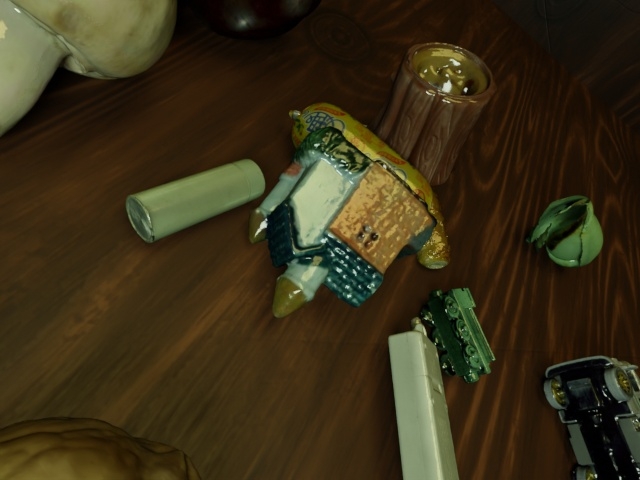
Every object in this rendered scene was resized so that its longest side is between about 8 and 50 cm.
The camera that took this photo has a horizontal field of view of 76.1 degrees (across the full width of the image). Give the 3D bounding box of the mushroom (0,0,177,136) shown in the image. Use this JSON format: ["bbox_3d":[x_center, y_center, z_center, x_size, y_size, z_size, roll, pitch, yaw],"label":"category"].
[{"bbox_3d":[-0.367,-0.331,0.508,0.353,0.325,0.353,34,45,-43],"label":"mushroom"}]

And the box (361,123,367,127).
[{"bbox_3d":[0.115,-0.187,0.908,0.090,0.024,0.167,3,60,-29],"label":"box"}]

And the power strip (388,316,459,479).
[{"bbox_3d":[0.153,0.273,0.600,0.098,0.058,0.338,41,39,-47],"label":"power strip"}]

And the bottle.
[{"bbox_3d":[-0.182,-0.066,0.622,0.201,0.072,0.072,-29,79,-40],"label":"bottle"}]

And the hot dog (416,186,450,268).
[{"bbox_3d":[0.219,-0.078,0.877,0.083,0.068,0.289,3,61,-21],"label":"hot dog"}]

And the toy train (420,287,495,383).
[{"bbox_3d":[0.255,0.168,0.746,0.111,0.071,0.170,1,62,-39],"label":"toy train"}]

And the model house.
[{"bbox_3d":[0.000,0.000,0.649,0.253,0.184,0.291,43,62,-10],"label":"model house"}]

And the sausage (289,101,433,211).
[{"bbox_3d":[0.077,-0.144,0.785,0.347,0.123,0.123,40,49,3],"label":"sausage"}]

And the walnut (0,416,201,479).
[{"bbox_3d":[-0.211,0.278,0.272,0.277,0.252,0.313,44,49,2],"label":"walnut"}]

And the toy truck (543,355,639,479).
[{"bbox_3d":[0.553,0.400,0.734,0.175,0.146,0.367,10,60,-35],"label":"toy truck"}]

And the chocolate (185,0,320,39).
[{"bbox_3d":[-0.146,-0.587,0.796,0.383,0.331,0.384,-5,65,10],"label":"chocolate"}]

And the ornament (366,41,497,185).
[{"bbox_3d":[0.222,-0.247,0.817,0.221,0.217,0.235,0,58,-11],"label":"ornament"}]

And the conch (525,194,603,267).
[{"bbox_3d":[0.591,-0.021,0.998,0.250,0.143,0.137,22,95,-42],"label":"conch"}]
